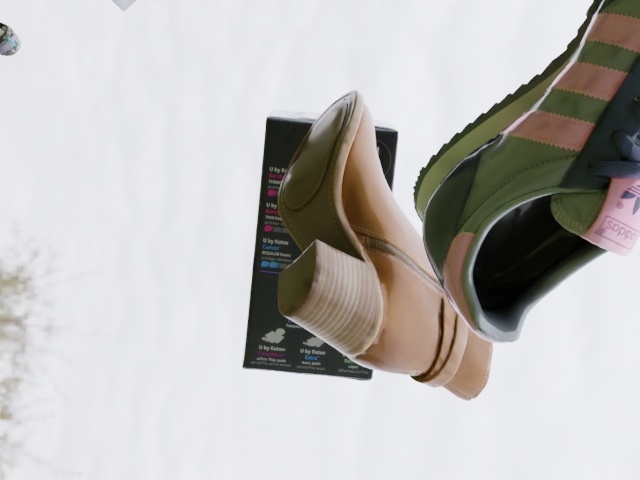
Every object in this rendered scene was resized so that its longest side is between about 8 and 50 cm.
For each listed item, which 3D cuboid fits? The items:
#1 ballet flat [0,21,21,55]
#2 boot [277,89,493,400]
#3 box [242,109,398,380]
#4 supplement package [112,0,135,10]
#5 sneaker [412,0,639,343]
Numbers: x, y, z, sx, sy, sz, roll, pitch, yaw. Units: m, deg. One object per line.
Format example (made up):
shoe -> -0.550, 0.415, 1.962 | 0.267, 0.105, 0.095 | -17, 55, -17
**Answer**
ballet flat -> -0.400, -0.250, 1.530 | 0.114, 0.041, 0.041 | 24, -73, 20
boot -> 0.076, 0.004, 1.257 | 0.109, 0.220, 0.283 | -41, -147, 37
box -> 0.000, 0.000, 1.433 | 0.165, 0.143, 0.270 | -92, -172, -81
supplement package -> -0.218, -0.352, 1.213 | 0.134, 0.139, 0.244 | -42, -129, 7
sneaker -> 0.180, -0.063, 0.740 | 0.319, 0.112, 0.131 | -49, -148, 33
